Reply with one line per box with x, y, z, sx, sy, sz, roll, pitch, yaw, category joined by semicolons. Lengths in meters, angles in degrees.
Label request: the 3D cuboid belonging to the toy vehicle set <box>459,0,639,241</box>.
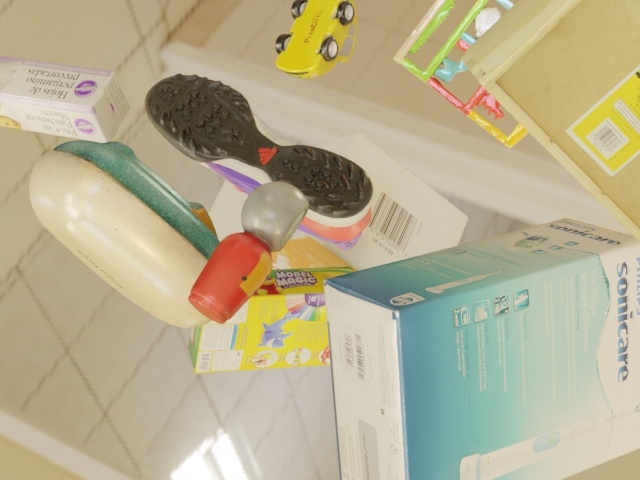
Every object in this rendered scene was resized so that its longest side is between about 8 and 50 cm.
0.238;-0.113;0.854;0.166;0.035;0.267;-42;135;14;toy vehicle set

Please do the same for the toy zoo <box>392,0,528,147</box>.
0.293;-0.288;1.932;0.192;0.293;0.030;-52;175;10;toy zoo

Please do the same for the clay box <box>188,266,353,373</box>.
-0.043;0.096;1.429;0.222;0.053;0.127;-2;131;-19;clay box

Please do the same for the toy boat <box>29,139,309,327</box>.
-0.142;-0.009;1.204;0.267;0.318;0.148;47;69;-35;toy boat

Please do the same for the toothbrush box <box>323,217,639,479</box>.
0.164;0.117;1.097;0.296;0.126;0.216;-14;109;-27;toothbrush box

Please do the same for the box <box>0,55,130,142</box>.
-0.390;-0.182;1.424;0.067;0.324;0.063;74;34;-50;box

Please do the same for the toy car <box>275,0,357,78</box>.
0.022;-0.274;1.158;0.239;0.225;0.053;-40;140;0;toy car

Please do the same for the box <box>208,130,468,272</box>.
0.000;0.000;1.654;0.215;0.345;0.168;36;66;-24;box

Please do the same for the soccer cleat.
-0.079;-0.091;1.410;0.108;0.318;0.116;-52;162;-26;soccer cleat
